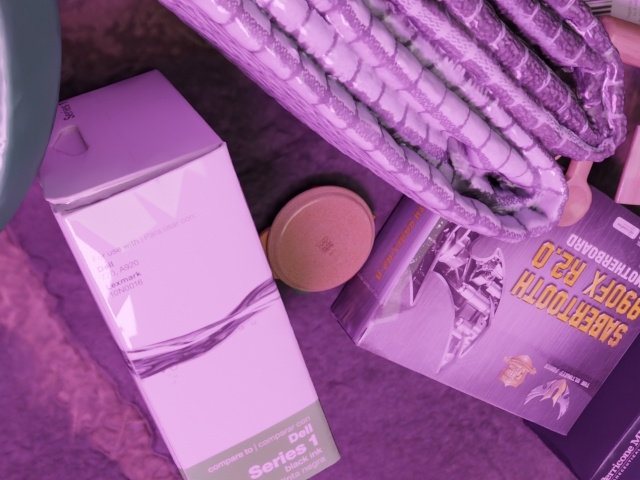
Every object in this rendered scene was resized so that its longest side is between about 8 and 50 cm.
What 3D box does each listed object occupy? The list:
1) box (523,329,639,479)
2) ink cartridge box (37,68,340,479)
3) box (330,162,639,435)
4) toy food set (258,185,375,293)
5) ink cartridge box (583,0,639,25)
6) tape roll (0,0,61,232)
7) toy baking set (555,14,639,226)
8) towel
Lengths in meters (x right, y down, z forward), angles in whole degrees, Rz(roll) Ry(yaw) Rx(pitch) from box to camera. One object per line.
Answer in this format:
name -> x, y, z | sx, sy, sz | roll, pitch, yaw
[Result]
box -> 0.329, 0.106, 0.802 | 0.184, 0.103, 0.261 | 29, 100, -28
ink cartridge box -> -0.082, 0.028, 0.556 | 0.093, 0.160, 0.219 | -24, 121, -12
box -> 0.149, 0.031, 0.715 | 0.231, 0.056, 0.183 | 27, 101, -30
toy food set -> 0.000, 0.000, 0.659 | 0.082, 0.020, 0.083 | 28, 101, -31
ink cartridge box -> 0.248, -0.274, 0.610 | 0.239, 0.060, 0.275 | -11, 117, -18
tape roll -> -0.278, -0.090, 0.400 | 0.321, 0.077, 0.321 | 1, 114, 1
toy baking set -> 0.194, -0.115, 0.611 | 0.197, 0.030, 0.256 | -23, 121, -11
towel -> -0.005, -0.137, 0.468 | 0.284, 0.235, 0.121 | 37, 93, -33
